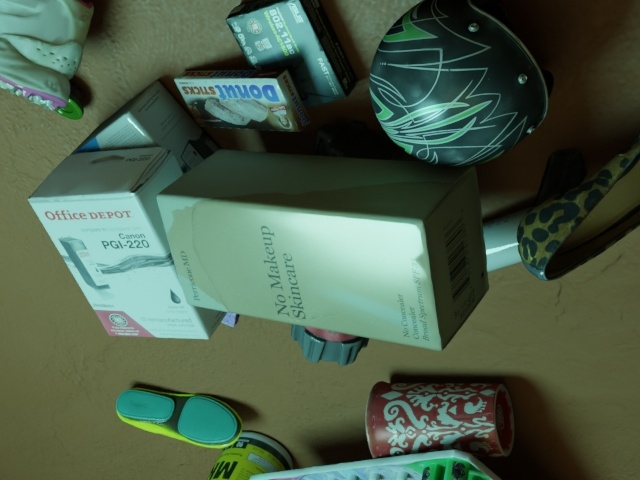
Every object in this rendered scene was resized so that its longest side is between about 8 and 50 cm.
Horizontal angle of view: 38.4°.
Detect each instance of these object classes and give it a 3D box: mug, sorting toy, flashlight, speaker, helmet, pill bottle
[{"bbox_3d":[0.165,0.244,1.204,0.169,0.113,0.150,-8,145,26],"label":"mug"},{"bbox_3d":[-0.319,-0.193,1.104,0.102,0.042,0.061,39,151,-26],"label":"sorting toy"},{"bbox_3d":[0.032,0.013,1.066,0.103,0.103,0.304,-10,136,-25],"label":"flashlight"},{"bbox_3d":[0.214,-0.005,0.988,0.136,0.055,0.055,-21,117,37],"label":"speaker"},{"bbox_3d":[0.126,-0.146,0.832,0.169,0.162,0.169,14,133,15],"label":"helmet"},{"bbox_3d":[-0.131,0.409,1.409,0.119,0.208,0.119,13,133,15],"label":"pill bottle"}]

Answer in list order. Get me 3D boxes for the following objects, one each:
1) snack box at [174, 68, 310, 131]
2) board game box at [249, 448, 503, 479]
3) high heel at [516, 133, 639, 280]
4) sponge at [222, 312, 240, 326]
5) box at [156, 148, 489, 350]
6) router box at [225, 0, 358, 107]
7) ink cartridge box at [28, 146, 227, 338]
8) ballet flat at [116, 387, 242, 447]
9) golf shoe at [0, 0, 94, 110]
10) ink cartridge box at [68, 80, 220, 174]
[{"bbox_3d":[-0.087,-0.152,0.991,0.178,0.022,0.064,10,135,46],"label":"snack box"},{"bbox_3d":[0.149,0.427,1.298,0.389,0.050,0.390,-19,130,40],"label":"board game box"},{"bbox_3d":[0.305,-0.043,0.817,0.261,0.186,0.093,-17,119,36],"label":"high heel"},{"bbox_3d":[-0.200,0.034,1.242,0.210,0.031,0.117,21,135,8],"label":"sponge"},{"bbox_3d":[0.000,0.000,0.931,0.311,0.121,0.148,5,121,33],"label":"box"},{"bbox_3d":[-0.029,-0.196,0.952,0.092,0.038,0.122,-10,123,32],"label":"router box"},{"bbox_3d":[-0.212,0.007,1.069,0.158,0.092,0.218,-2,126,28],"label":"ink cartridge box"},{"bbox_3d":[-0.214,0.281,1.446,0.230,0.077,0.077,8,152,24],"label":"ballet flat"},{"bbox_3d":[-0.376,-0.265,1.033,0.306,0.115,0.140,31,96,18],"label":"golf shoe"},{"bbox_3d":[-0.188,-0.073,1.107,0.139,0.082,0.191,-26,115,40],"label":"ink cartridge box"}]
